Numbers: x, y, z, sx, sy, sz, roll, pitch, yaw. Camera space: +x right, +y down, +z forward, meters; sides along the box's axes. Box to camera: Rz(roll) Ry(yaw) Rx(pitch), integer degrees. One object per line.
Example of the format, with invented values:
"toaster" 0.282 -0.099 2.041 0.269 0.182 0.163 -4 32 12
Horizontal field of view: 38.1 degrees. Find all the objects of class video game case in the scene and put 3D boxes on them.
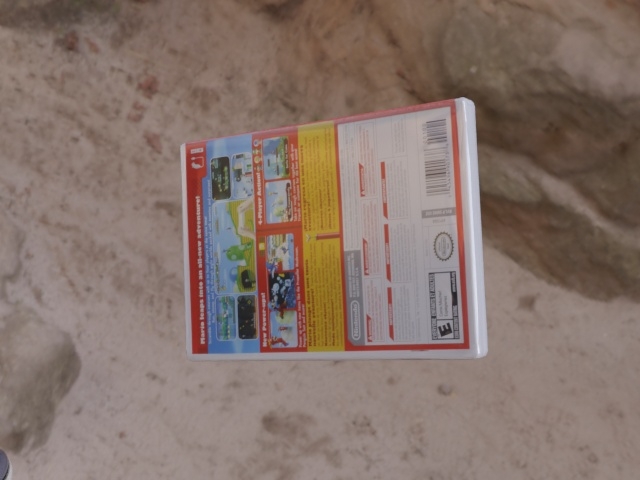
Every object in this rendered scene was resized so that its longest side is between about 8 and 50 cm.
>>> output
"video game case" 0.000 0.000 0.789 0.025 0.285 0.204 4 82 -59

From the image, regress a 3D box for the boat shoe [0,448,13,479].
"boat shoe" -0.328 0.207 0.779 0.206 0.075 0.065 -39 116 -75
